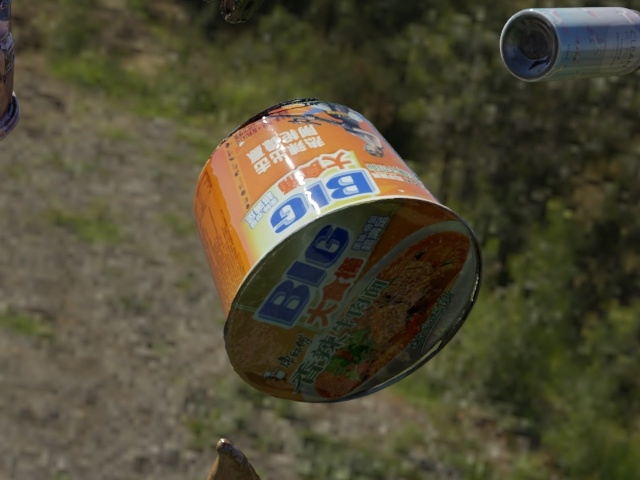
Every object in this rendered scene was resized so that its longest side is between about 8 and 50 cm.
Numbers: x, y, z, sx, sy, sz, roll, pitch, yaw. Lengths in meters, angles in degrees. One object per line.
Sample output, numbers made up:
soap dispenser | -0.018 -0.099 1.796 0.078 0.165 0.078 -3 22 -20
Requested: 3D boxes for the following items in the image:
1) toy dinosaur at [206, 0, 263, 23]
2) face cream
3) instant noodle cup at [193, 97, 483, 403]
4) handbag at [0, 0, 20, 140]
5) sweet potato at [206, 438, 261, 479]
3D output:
toy dinosaur | 0.013 -0.210 1.242 0.179 0.087 0.187 7 -23 -37
face cream | 0.278 -0.205 1.981 0.075 0.075 0.229 18 18 36
instant noodle cup | 0.000 0.000 2.031 0.296 0.296 0.214 4 39 -31
handbag | -0.320 -0.149 1.426 0.205 0.116 0.179 22 36 28
sweet potato | -0.019 0.221 1.396 0.067 0.059 0.281 5 -25 41
